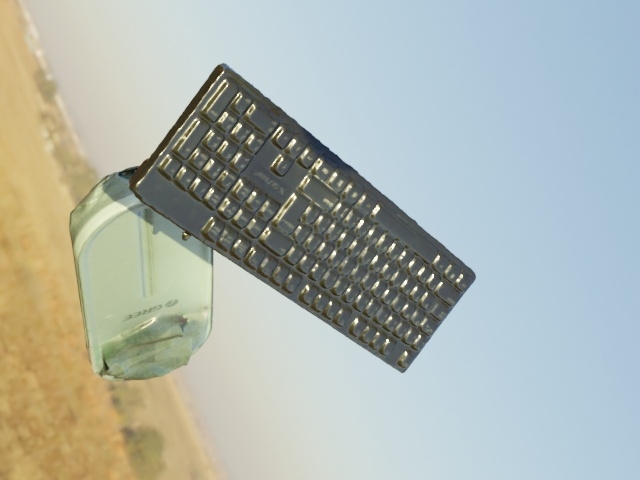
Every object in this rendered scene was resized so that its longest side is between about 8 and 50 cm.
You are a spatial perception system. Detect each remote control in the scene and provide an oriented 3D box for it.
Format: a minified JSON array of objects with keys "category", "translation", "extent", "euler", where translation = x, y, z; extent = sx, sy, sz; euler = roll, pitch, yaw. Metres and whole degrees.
[{"category":"remote control","translation":[-0.132,0.030,1.020],"extent":[0.247,0.104,0.052],"euler":[98,-31,-55]}]

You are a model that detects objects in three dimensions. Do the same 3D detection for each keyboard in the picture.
[{"category":"keyboard","translation":[0.000,0.000,0.888],"extent":[0.018,0.101,0.310],"euler":[39,1,43]}]
